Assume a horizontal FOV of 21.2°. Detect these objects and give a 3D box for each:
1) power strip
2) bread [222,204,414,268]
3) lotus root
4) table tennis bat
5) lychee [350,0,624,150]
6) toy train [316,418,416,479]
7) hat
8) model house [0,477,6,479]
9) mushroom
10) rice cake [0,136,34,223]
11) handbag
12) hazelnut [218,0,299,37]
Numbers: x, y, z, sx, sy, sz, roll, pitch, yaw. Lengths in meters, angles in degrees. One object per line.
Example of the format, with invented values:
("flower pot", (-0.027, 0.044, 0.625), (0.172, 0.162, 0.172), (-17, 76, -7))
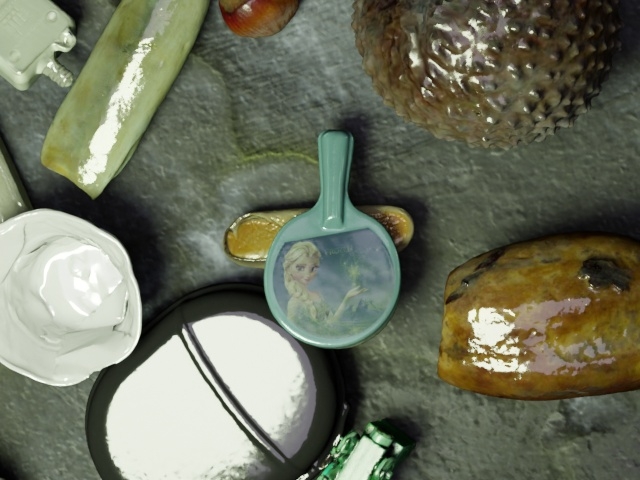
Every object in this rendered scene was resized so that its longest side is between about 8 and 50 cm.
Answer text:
("power strip", (-0.397, -0.284, 1.884), (0.338, 0.058, 0.098), (40, 77, 3))
("bread", (-0.001, 0.000, 1.878), (0.214, 0.053, 0.073), (-3, 76, 10))
("lotus root", (0.267, 0.076, 1.790), (0.291, 0.193, 0.193), (-3, 96, 8))
("table tennis bat", (0.015, -0.002, 1.831), (0.149, 0.038, 0.237), (1, 82, 7))
("lychee", (0.173, -0.239, 1.718), (0.300, 0.300, 0.300), (1, 96, 8))
("toy train", (0.032, 0.279, 1.880), (0.071, 0.104, 0.178), (34, 100, 16))
("hat", (-0.278, 0.055, 1.886), (0.203, 0.126, 0.203), (1, 97, 8))
("model house", (-0.442, 0.295, 1.833), (0.190, 0.271, 0.301), (-46, 74, 12))
("mushroom", (-0.204, -0.197, 1.875), (0.100, 0.081, 0.312), (33, 104, 15))
("rice cake", (-0.396, -0.131, 1.921), (0.057, 0.052, 0.256), (-24, 92, -10))
("handbag", (-0.115, 0.192, 1.896), (0.308, 0.093, 0.254), (-40, 89, 10))
("hazelnut", (-0.067, -0.258, 1.851), (0.086, 0.086, 0.086), (1, 96, 8))
